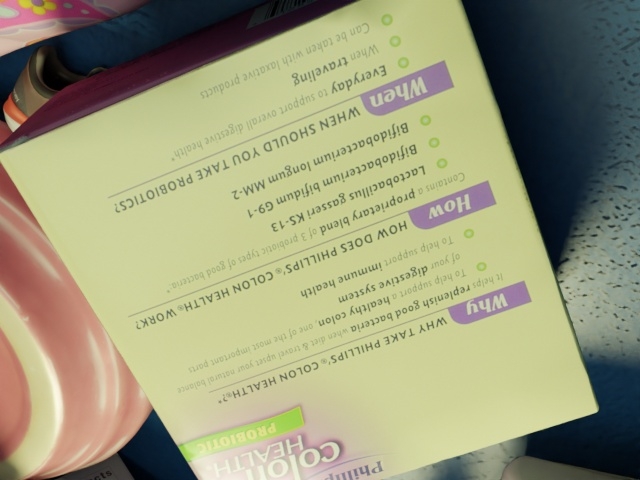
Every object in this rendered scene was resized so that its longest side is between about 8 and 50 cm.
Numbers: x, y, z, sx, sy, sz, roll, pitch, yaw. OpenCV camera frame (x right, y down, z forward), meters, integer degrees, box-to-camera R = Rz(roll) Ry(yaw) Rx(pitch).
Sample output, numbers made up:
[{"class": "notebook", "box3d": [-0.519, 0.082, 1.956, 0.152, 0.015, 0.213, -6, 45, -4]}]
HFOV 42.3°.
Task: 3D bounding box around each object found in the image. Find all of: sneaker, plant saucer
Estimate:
[{"class": "sneaker", "box3d": [-0.122, -0.068, 0.512, 0.158, 0.061, 0.064, 28, 119, 0]}, {"class": "plant saucer", "box3d": [-0.278, 0.059, 0.593, 0.332, 0.084, 0.332, 9, 124, 13]}]

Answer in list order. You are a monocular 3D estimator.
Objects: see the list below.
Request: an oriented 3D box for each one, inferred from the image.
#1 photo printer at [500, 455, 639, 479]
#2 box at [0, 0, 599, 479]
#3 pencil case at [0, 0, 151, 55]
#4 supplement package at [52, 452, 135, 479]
[{"class": "photo printer", "box3d": [0.220, 0.320, 0.543, 0.256, 0.107, 0.307, 10, 99, 11]}, {"class": "box", "box3d": [0.000, 0.000, 0.443, 0.214, 0.117, 0.242, -21, 113, 10]}, {"class": "pencil case", "box3d": [-0.172, -0.160, 0.433, 0.284, 0.124, 0.124, -12, 116, 24]}, {"class": "supplement package", "box3d": [-0.178, 0.324, 0.672, 0.244, 0.139, 0.133, 50, 128, 21]}]
